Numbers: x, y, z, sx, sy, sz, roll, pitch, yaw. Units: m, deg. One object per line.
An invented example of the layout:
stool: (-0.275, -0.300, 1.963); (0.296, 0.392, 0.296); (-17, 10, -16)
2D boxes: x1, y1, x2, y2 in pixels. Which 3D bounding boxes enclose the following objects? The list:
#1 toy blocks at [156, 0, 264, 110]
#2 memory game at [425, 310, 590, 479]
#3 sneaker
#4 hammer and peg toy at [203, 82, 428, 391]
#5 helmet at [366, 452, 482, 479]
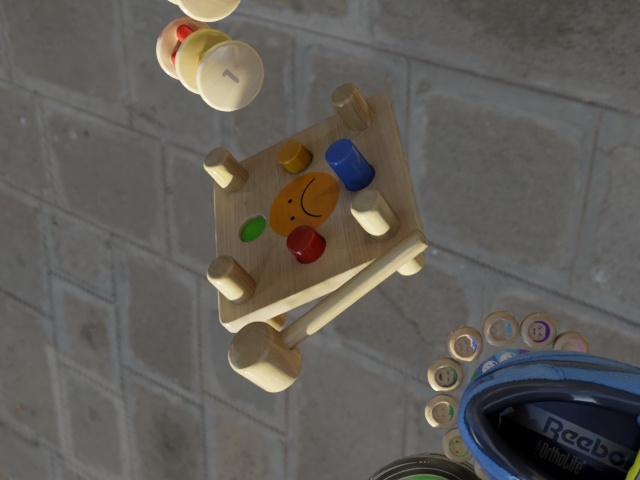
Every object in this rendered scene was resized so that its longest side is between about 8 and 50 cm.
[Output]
toy blocks: (-0.102, -0.177, 0.724); (0.148, 0.054, 0.123); (41, 147, 55)
memory game: (0.197, 0.159, 0.941); (0.186, 0.012, 0.186); (0, 99, 2)
sneaker: (0.142, 0.087, 0.297); (0.209, 0.082, 0.069); (15, 88, 26)
hammer and peg toy: (0.000, 0.000, 1.063); (0.265, 0.361, 0.127); (-25, 135, 16)
helmet: (0.118, 0.314, 1.025); (0.161, 0.169, 0.169); (48, 136, 31)
